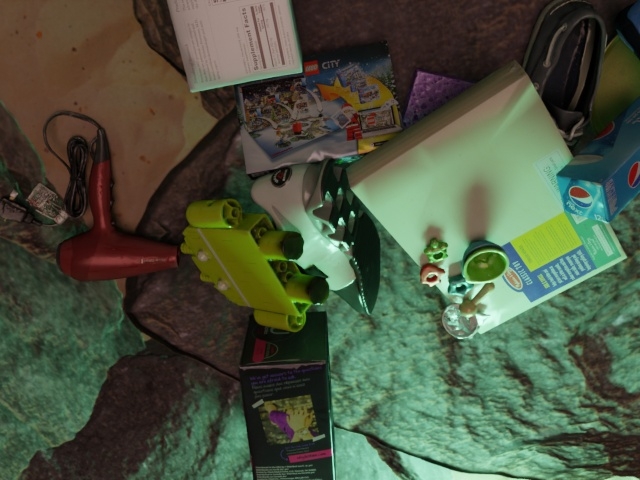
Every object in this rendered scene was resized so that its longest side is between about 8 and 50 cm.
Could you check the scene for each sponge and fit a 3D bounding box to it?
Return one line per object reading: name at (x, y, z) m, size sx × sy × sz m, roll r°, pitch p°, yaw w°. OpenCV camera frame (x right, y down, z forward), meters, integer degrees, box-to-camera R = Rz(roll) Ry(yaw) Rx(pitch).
sponge at (0.174, -0.151, 1.001) m, size 0.117 × 0.031 × 0.210 m, roll 12°, pitch 113°, yaw -6°

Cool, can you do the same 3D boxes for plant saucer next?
plant saucer at (0.516, -0.231, 0.970) m, size 0.241 × 0.037 × 0.241 m, roll -1°, pitch 113°, yaw -1°

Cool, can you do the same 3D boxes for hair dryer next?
hair dryer at (-0.350, -0.036, 1.015) m, size 0.293 × 0.080 × 0.223 m, roll 38°, pitch 107°, yaw -16°

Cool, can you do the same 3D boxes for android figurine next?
android figurine at (-0.115, 0.037, 0.987) m, size 0.273 × 0.056 × 0.248 m, roll 4°, pitch 132°, yaw 43°

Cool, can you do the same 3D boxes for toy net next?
toy net at (0.218, 0.090, 1.003) m, size 0.122 × 0.045 × 0.232 m, roll -8°, pitch 131°, yaw -2°

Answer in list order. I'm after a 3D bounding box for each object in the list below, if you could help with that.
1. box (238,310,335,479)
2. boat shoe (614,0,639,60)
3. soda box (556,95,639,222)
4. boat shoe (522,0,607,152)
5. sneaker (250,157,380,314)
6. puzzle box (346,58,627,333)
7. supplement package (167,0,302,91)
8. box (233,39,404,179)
box at (-0.051, 0.278, 1.106) m, size 0.143 × 0.165 × 0.270 m, roll -3°, pitch 113°, yaw 1°
boat shoe at (0.522, -0.249, 0.898) m, size 0.258 × 0.089 × 0.109 m, roll 43°, pitch 97°, yaw -12°
soda box at (0.419, -0.117, 0.883) m, size 0.210 × 0.071 × 0.067 m, roll -39°, pitch 124°, yaw -20°
boat shoe at (0.339, -0.188, 0.950) m, size 0.116 × 0.099 × 0.319 m, roll 5°, pitch 114°, yaw -7°
sneaker at (0.000, 0.000, 1.002) m, size 0.146 × 0.122 × 0.330 m, roll -2°, pitch 140°, yaw 24°
puzzle box at (0.261, -0.036, 0.966) m, size 0.272 × 0.052 × 0.409 m, roll -32°, pitch 127°, yaw 17°
supplement package at (-0.117, -0.346, 0.819) m, size 0.145 × 0.204 × 0.262 m, roll -10°, pitch 113°, yaw 2°
box at (-0.003, -0.188, 0.937) m, size 0.233 × 0.044 × 0.159 m, roll -9°, pitch 82°, yaw 3°
